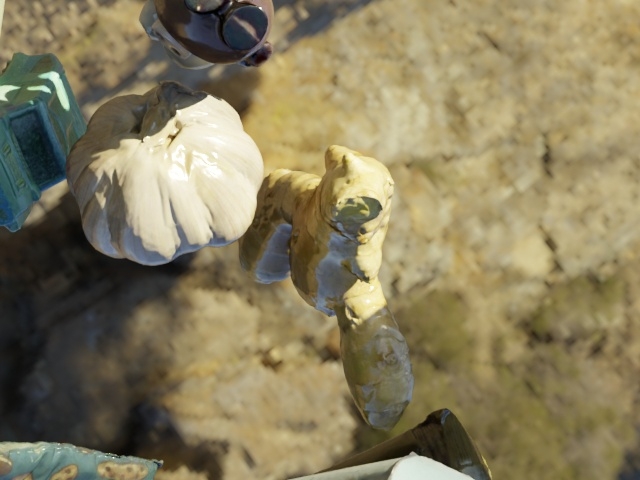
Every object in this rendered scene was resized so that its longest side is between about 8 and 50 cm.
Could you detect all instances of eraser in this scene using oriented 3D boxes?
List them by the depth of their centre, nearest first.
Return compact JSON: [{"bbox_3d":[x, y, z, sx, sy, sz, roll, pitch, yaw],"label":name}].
[{"bbox_3d":[0.069,0.285,1.724,0.227,0.174,0.081,-20,-134,54],"label":"eraser"}]

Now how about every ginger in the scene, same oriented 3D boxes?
[{"bbox_3d":[0.009,-0.012,1.957,0.122,0.363,0.348,-11,132,-18],"label":"ginger"}]

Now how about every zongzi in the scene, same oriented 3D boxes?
[{"bbox_3d":[0.101,0.383,2.019,0.274,0.300,0.145,-25,144,2],"label":"zongzi"}]

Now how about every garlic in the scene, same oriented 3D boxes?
[{"bbox_3d":[-0.177,-0.081,1.890,0.228,0.228,0.152,-35,155,-8],"label":"garlic"}]

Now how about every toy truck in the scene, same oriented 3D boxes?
[{"bbox_3d":[-0.388,-0.124,2.086,0.156,0.155,0.279,-15,-156,11],"label":"toy truck"}]

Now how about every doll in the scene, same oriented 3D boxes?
[{"bbox_3d":[-0.121,-0.251,1.853,0.117,0.182,0.257,-46,-165,-8],"label":"doll"}]

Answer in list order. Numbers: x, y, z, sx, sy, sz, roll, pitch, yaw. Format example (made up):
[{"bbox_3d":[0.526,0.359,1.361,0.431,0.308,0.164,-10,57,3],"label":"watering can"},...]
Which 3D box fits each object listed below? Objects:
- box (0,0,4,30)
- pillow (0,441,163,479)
[{"bbox_3d":[-0.490,-0.229,1.671,0.352,0.344,0.177,26,143,-32],"label":"box"},{"bbox_3d":[-0.253,0.254,1.312,0.189,0.034,0.255,17,116,-48],"label":"pillow"}]
